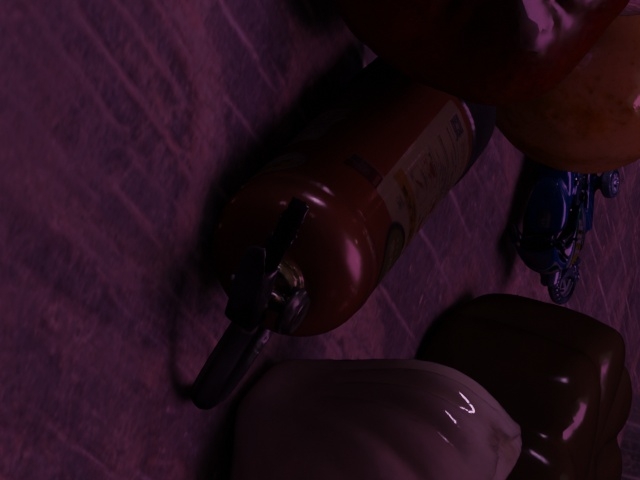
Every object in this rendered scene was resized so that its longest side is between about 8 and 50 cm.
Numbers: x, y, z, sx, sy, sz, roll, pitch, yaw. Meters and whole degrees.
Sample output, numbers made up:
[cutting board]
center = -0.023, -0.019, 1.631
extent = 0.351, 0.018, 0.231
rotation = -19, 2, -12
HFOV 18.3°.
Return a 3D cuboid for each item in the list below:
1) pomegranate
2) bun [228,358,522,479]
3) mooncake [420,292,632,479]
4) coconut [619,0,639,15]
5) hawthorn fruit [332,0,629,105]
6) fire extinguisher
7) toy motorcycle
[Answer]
[pomegranate]
center = 0.251, -0.165, 1.871
extent = 0.207, 0.207, 0.207
rotation = 16, 90, -73
[bun]
center = 0.009, 0.171, 1.492
extent = 0.263, 0.175, 0.263
rotation = -41, 180, 0
[mooncake]
center = 0.198, 0.246, 2.047
extent = 0.378, 0.201, 0.378
rotation = 15, 90, -73
[coconut]
center = 0.235, -0.300, 1.651
extent = 0.230, 0.227, 0.227
rotation = 3, 103, -51
[hawthorn fruit]
center = 0.107, -0.202, 1.393
extent = 0.261, 0.224, 0.224
rotation = 179, -73, -87
[fire extinguisher]
center = 0.010, 0.001, 1.399
extent = 0.376, 0.113, 0.200
rotation = -47, 149, -56
[toy motorcycle]
center = 0.261, -0.051, 2.173
extent = 0.135, 0.092, 0.254
rotation = -10, 106, -61
